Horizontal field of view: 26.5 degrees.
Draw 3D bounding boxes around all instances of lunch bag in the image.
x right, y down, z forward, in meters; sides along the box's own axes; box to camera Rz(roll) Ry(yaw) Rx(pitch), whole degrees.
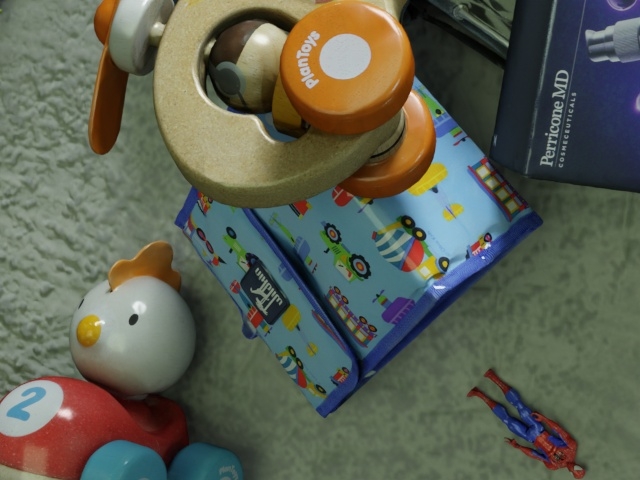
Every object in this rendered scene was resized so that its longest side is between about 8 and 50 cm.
[{"bbox_3d":[0.000,0.000,1.110,0.221,0.138,0.293,50,142,9],"label":"lunch bag"}]

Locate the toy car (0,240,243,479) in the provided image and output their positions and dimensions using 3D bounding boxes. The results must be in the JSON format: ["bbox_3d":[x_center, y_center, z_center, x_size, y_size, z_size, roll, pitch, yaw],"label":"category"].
[{"bbox_3d":[-0.186,0.112,1.193,0.219,0.210,0.238,10,87,33],"label":"toy car"}]

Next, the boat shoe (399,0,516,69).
[{"bbox_3d":[0.066,-0.216,1.083,0.306,0.113,0.105,30,92,8],"label":"boat shoe"}]

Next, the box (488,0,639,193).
[{"bbox_3d":[0.241,-0.111,0.979,0.207,0.108,0.153,6,100,-7],"label":"box"}]

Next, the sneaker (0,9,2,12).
[{"bbox_3d":[-0.393,-0.286,1.286,0.235,0.084,0.097,34,110,17],"label":"sneaker"}]

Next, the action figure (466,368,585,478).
[{"bbox_3d":[0.174,0.156,1.126,0.115,0.030,0.038,41,104,12],"label":"action figure"}]

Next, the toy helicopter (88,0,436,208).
[{"bbox_3d":[-0.054,-0.189,0.942,0.235,0.140,0.355,-8,70,10],"label":"toy helicopter"}]

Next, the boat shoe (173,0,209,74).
[{"bbox_3d":[-0.120,-0.271,1.161,0.089,0.109,0.258,13,99,25],"label":"boat shoe"}]
